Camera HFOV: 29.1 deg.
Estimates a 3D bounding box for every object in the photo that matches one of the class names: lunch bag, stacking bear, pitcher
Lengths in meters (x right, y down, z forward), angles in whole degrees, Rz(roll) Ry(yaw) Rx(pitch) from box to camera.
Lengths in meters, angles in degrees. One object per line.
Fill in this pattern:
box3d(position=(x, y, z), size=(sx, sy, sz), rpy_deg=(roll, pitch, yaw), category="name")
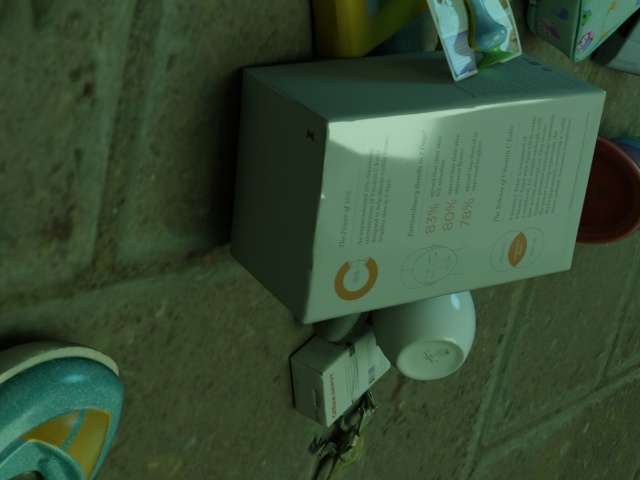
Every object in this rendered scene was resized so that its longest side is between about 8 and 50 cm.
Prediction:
box3d(position=(0.389, -0.378, 1.639), size=(0.279, 0.108, 0.224), rpy_deg=(-40, 158, -17), category="lunch bag")
box3d(position=(0.505, -0.101, 2.011), size=(0.289, 0.164, 0.175), rpy_deg=(-22, 129, -54), category="stacking bear")
box3d(position=(0.109, 0.050, 1.505), size=(0.178, 0.125, 0.207), rpy_deg=(48, 26, -43), category="pitcher")

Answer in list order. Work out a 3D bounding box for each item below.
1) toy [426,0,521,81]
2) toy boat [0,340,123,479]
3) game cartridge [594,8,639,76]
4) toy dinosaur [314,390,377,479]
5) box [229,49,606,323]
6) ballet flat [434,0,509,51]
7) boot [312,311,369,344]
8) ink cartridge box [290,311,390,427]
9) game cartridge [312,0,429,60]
box3d(position=(0.152, -0.292, 1.250), size=(0.137, 0.056, 0.237), rpy_deg=(-27, 105, -46), category="toy")
box3d(position=(-0.255, 0.244, 1.126), size=(0.267, 0.148, 0.318), rpy_deg=(-45, 144, -28), category="toy boat")
box3d(position=(0.561, -0.372, 1.865), size=(0.196, 0.060, 0.294), rpy_deg=(3, 128, -39), category="game cartridge")
box3d(position=(0.032, 0.288, 1.674), size=(0.183, 0.053, 0.092), rpy_deg=(-60, 150, -8), category="toy dinosaur")
box3d(position=(0.099, -0.069, 1.293), size=(0.345, 0.168, 0.215), rpy_deg=(-9, 119, -30), category="box")
box3d(position=(0.162, -0.211, 1.432), size=(0.077, 0.077, 0.231), rpy_deg=(-33, 153, -47), category="ballet flat")
box3d(position=(0.000, 0.000, 1.422), size=(0.161, 0.083, 0.247), rpy_deg=(6, 107, -44), category="boot")
box3d(position=(0.026, 0.155, 1.567), size=(0.135, 0.056, 0.099), rpy_deg=(-39, 140, -36), category="ink cartridge box")
box3d(position=(0.090, -0.385, 1.284), size=(0.285, 0.052, 0.324), rpy_deg=(-40, 142, -34), category="game cartridge")
